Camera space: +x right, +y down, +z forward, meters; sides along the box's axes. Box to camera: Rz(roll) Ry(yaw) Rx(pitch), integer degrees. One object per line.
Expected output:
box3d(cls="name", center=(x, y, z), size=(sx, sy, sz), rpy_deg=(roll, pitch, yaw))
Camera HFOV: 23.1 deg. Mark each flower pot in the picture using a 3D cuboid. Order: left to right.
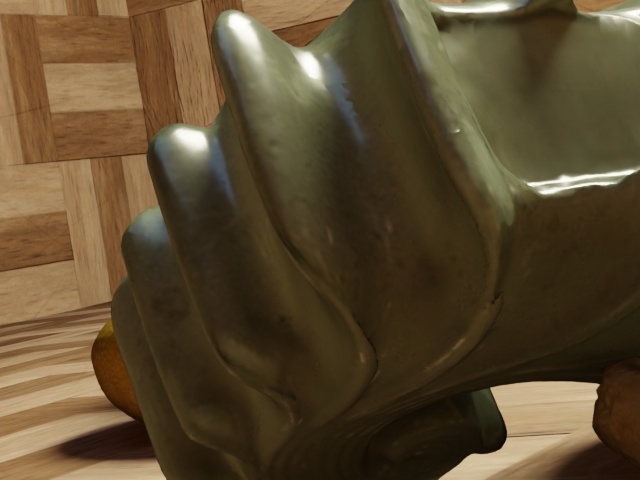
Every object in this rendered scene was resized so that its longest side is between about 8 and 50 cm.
box3d(cls="flower pot", center=(0.101, 0.001, 0.697), size=(0.367, 0.165, 0.254), rpy_deg=(-6, -34, -23))

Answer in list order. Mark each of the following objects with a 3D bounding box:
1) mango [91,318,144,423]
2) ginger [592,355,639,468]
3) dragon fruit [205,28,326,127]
box3d(cls="mango", center=(-0.077, 0.081, 1.120), size=(0.157, 0.109, 0.262), rpy_deg=(-20, 1, -26))
box3d(cls="ginger", center=(0.224, 0.069, 0.546), size=(0.258, 0.065, 0.149), rpy_deg=(-2, 10, 13))
box3d(cls="dragon fruit", center=(0.000, 0.000, 1.330), size=(0.262, 0.314, 0.296), rpy_deg=(-26, 20, 26))
